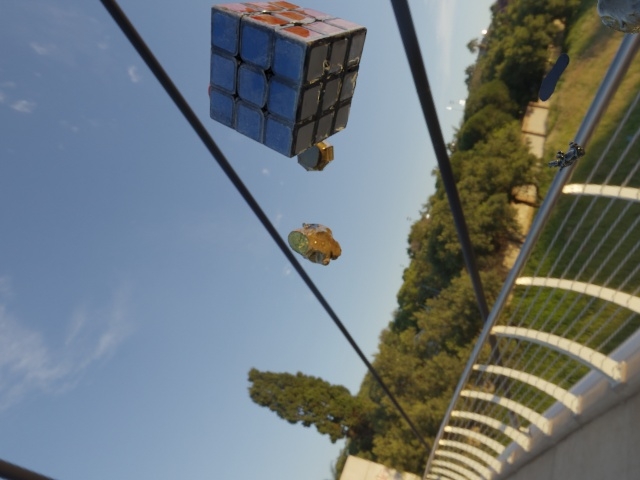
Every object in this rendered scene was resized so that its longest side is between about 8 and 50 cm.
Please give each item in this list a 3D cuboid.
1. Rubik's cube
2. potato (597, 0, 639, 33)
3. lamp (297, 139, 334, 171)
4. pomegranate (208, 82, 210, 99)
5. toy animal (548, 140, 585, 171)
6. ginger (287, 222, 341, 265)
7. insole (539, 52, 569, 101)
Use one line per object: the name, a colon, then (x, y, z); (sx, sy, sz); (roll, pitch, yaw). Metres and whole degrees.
Rubik's cube: (-0.094, -0.451, 1.131); (0.303, 0.305, 0.301); (-39, -28, -44)
potato: (0.715, -0.536, 0.885); (0.262, 0.165, 0.165); (-80, 3, -77)
lamp: (-0.021, -0.383, 1.831); (0.185, 0.161, 0.161); (-43, -33, -69)
pomegranate: (-0.365, -0.607, 1.748); (0.210, 0.210, 0.235); (-49, -33, -52)
toy animal: (0.853, -0.286, 1.442); (0.047, 0.065, 0.136); (-56, 3, -32)
ginger: (0.000, 0.000, 1.678); (0.270, 0.219, 0.123); (-33, -24, -55)
insole: (0.813, -0.566, 1.445); (0.188, 0.004, 0.064); (91, 159, -60)
